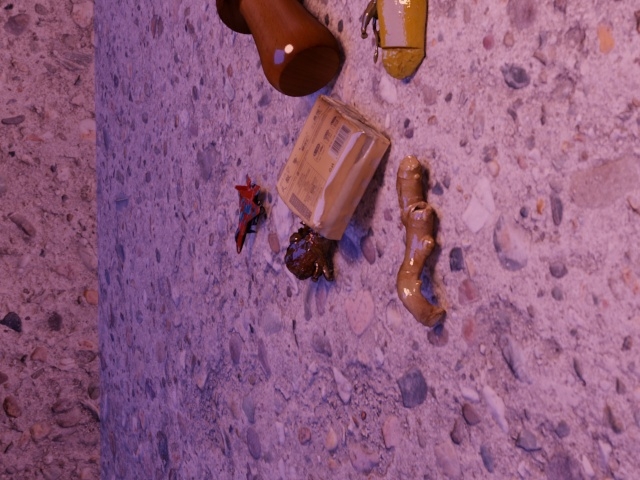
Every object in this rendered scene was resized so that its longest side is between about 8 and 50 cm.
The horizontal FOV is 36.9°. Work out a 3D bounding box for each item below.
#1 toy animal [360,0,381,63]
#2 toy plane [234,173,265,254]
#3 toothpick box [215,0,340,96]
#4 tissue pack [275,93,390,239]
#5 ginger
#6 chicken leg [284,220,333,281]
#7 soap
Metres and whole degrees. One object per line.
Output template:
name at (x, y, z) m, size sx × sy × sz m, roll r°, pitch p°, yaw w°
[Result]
toy animal at (0.104, -0.416, 1.651) m, size 0.086 × 0.069 × 0.219 m, roll -135°, pitch 49°, yaw -77°
toy plane at (-0.169, -0.053, 2.233) m, size 0.130 × 0.061 × 0.189 m, roll 44°, pitch 136°, yaw 51°
toothpick box at (-0.084, -0.429, 1.883) m, size 0.294 × 0.192 × 0.192 m, roll 62°, pitch 145°, yaw 30°
tissue pack at (0.017, -0.136, 1.781) m, size 0.186 × 0.090 × 0.222 m, roll 47°, pitch 120°, yaw 48°
ginger at (0.162, 0.001, 1.598) m, size 0.089 × 0.075 × 0.288 m, roll -19°, pitch 73°, yaw 57°
chicken leg at (-0.005, -0.004, 1.916) m, size 0.125 × 0.080 × 0.196 m, roll 43°, pitch 124°, yaw 40°
soap at (0.138, -0.354, 1.601) m, size 0.089 × 0.033 × 0.168 m, roll 1°, pitch 100°, yaw 33°
